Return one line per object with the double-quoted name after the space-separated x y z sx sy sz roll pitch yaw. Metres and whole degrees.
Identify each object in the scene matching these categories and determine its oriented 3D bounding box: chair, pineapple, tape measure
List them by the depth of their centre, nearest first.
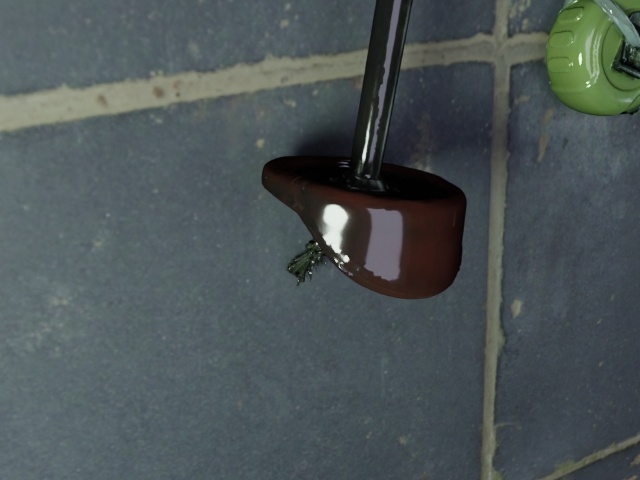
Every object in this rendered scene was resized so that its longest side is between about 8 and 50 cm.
0.061 -0.163 0.571 0.227 0.226 0.401 0 109 -25 "chair"
0.000 0.000 0.710 0.124 0.058 0.058 -45 121 4 "pineapple"
0.382 -0.249 0.756 0.200 0.106 0.175 21 96 -28 "tape measure"
